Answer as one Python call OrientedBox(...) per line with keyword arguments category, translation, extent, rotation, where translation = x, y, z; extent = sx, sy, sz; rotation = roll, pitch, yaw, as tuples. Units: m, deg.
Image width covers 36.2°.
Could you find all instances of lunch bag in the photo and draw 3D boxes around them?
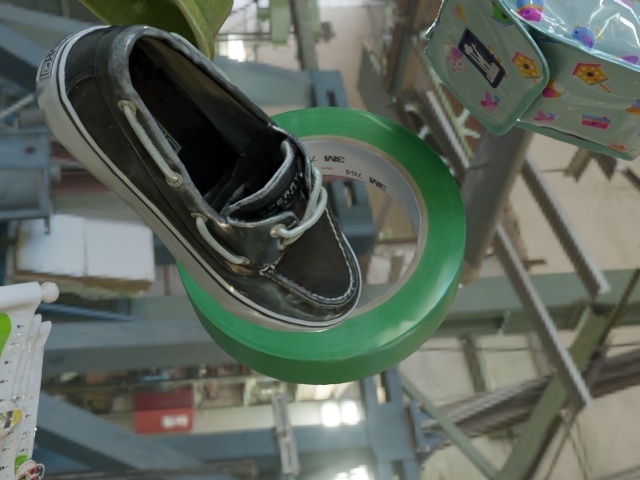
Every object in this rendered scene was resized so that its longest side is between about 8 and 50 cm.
OrientedBox(category="lunch bag", translation=(0.243, -0.199, 0.987), extent=(0.223, 0.262, 0.160), rotation=(106, 0, -77))

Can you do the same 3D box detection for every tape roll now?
OrientedBox(category="tape roll", translation=(0.000, 0.000, 1.099), extent=(0.077, 0.321, 0.321), rotation=(83, -1, -61))

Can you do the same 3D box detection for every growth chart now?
OrientedBox(category="growth chart", translation=(-0.264, 0.137, 0.729), extent=(0.172, 0.021, 0.237), rotation=(-22, 128, -52))

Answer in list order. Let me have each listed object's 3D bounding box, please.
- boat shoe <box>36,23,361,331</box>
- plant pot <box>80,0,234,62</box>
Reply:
OrientedBox(category="boat shoe", translation=(-0.038, -0.019, 0.474), extent=(0.070, 0.219, 0.077), rotation=(0, -121, 43))
OrientedBox(category="plant pot", translation=(-0.113, -0.320, 0.790), extent=(0.254, 0.276, 0.276), rotation=(-50, -179, -10))
